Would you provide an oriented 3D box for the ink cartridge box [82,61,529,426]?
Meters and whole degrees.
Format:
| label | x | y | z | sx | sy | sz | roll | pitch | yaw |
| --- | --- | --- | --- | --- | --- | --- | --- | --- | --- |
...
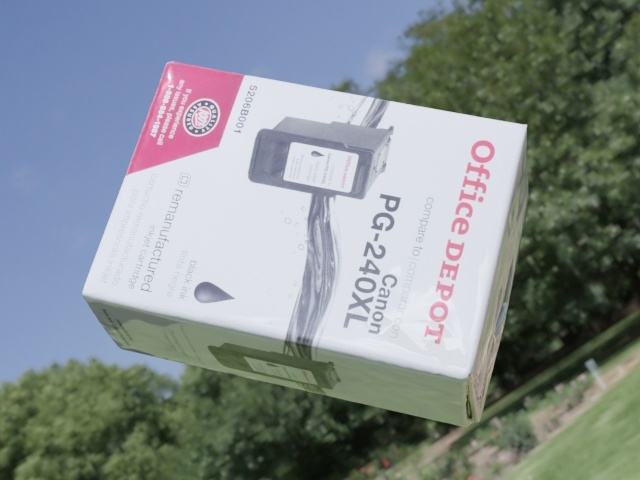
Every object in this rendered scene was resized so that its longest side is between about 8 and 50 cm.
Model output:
| label | x | y | z | sx | sy | sz | roll | pitch | yaw |
| --- | --- | --- | --- | --- | --- | --- | --- | --- | --- |
| ink cartridge box | 0.000 | 0.000 | 0.483 | 0.063 | 0.150 | 0.109 | 75 | -152 | -64 |
